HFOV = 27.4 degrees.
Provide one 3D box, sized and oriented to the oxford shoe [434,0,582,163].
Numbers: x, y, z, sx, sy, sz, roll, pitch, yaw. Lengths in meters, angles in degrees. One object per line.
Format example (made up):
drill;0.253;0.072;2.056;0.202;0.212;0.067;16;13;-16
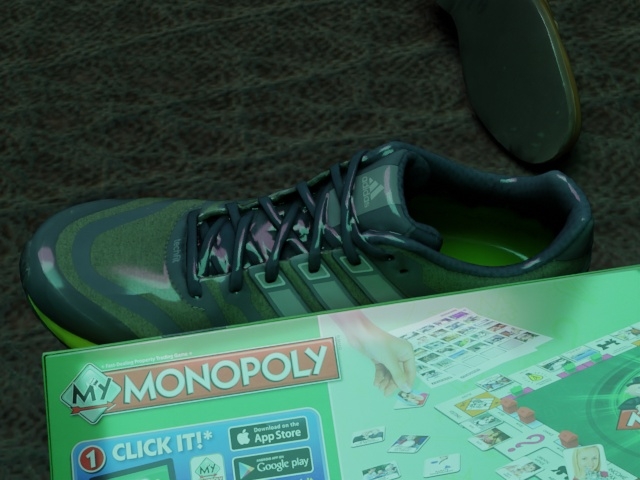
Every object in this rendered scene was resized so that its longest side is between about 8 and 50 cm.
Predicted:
oxford shoe;0.132;-0.135;0.858;0.076;0.076;0.212;13;47;-36

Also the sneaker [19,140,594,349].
sneaker;0.000;0.000;0.666;0.300;0.121;0.111;-2;57;-11

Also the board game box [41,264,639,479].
board game box;0.043;0.132;0.583;0.317;0.046;0.213;-8;67;0
